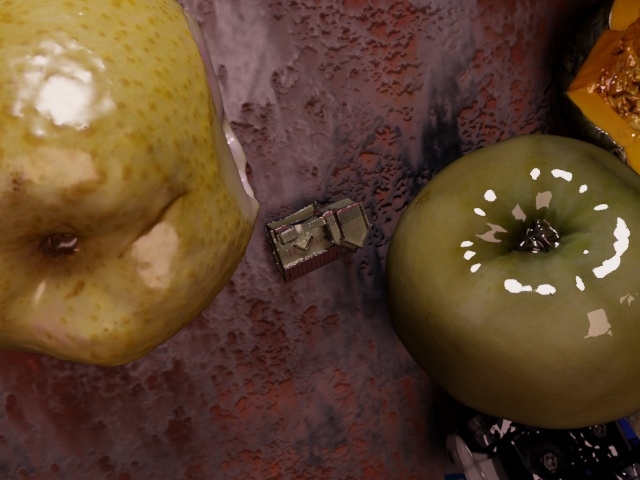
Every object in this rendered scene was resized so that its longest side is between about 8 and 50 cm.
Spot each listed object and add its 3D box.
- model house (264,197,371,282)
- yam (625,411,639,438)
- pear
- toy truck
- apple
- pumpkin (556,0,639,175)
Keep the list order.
[{"bbox_3d":[0.000,0.000,0.650,0.083,0.057,0.058,-24,111,-15],"label":"model house"},{"bbox_3d":[0.427,0.162,0.885,0.061,0.061,0.274,20,101,-27],"label":"yam"},{"bbox_3d":[-0.159,-0.046,0.459,0.271,0.271,0.271,-8,111,-20],"label":"pear"},{"bbox_3d":[0.224,0.218,0.768,0.213,0.177,0.161,-26,80,-25],"label":"toy truck"},{"bbox_3d":[0.188,0.032,0.621,0.262,0.262,0.263,-8,111,-20],"label":"apple"},{"bbox_3d":[0.280,-0.141,0.685,0.118,0.107,0.184,-10,95,-28],"label":"pumpkin"}]
